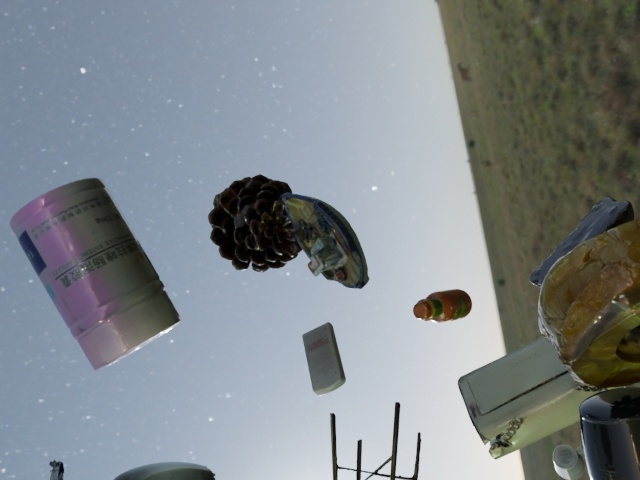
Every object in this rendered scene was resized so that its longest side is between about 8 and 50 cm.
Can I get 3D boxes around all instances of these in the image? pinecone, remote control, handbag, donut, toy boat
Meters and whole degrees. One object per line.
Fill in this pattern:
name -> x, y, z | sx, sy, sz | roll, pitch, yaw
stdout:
pinecone -> -0.143, -0.035, 1.530 | 0.292, 0.246, 0.246 | 17, 122, 67
remote control -> 0.008, 0.295, 1.588 | 0.029, 0.087, 0.190 | 52, -165, -41
handbag -> 0.550, 0.379, 1.586 | 0.160, 0.358, 0.237 | 57, -169, -12
donut -> 0.508, 0.100, 0.996 | 0.160, 0.330, 0.330 | -98, -10, -55
toy boat -> 0.000, 0.000, 1.303 | 0.115, 0.114, 0.262 | -3, -131, -42

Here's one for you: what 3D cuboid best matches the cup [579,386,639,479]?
cup -> 0.575, 0.363, 1.136 | 0.223, 0.169, 0.177 | -15, 90, 68

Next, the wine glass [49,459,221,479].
wine glass -> -0.390, 0.552, 1.320 | 0.357, 0.190, 0.190 | 14, -122, -28

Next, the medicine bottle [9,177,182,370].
medicine bottle -> -0.333, 0.051, 0.957 | 0.254, 0.152, 0.152 | 59, -165, 2

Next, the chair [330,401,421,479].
chair -> 0.084, 0.445, 1.039 | 0.170, 0.159, 0.326 | 55, -151, -42

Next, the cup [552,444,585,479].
cup -> 0.648, 0.560, 1.636 | 0.116, 0.104, 0.074 | 50, -170, -51

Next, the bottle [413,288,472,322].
bottle -> 0.249, 0.139, 1.320 | 0.187, 0.069, 0.069 | -1, -100, -53

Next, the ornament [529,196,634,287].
ornament -> 0.552, 0.083, 1.183 | 0.260, 0.251, 0.106 | 39, -174, -14
